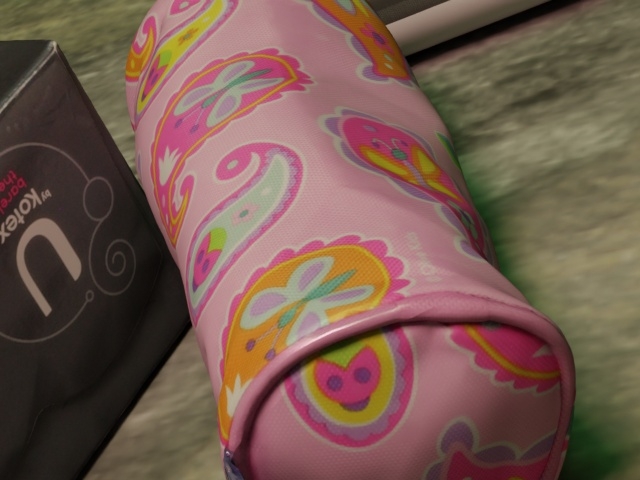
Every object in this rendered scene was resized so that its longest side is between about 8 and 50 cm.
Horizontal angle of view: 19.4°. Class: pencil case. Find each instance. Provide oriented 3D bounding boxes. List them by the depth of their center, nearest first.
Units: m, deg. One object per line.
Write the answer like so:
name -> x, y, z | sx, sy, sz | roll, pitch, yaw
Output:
pencil case -> 0.000, 0.000, 0.679 | 0.124, 0.124, 0.284 | -26, 35, 3

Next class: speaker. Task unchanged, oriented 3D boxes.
speaker -> 0.056, -0.119, 0.847 | 0.136, 0.055, 0.055 | -20, 35, 11

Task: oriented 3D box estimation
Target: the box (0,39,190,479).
box -> -0.215, 0.020, 0.772 | 0.270, 0.143, 0.165 | 3, 45, 36
